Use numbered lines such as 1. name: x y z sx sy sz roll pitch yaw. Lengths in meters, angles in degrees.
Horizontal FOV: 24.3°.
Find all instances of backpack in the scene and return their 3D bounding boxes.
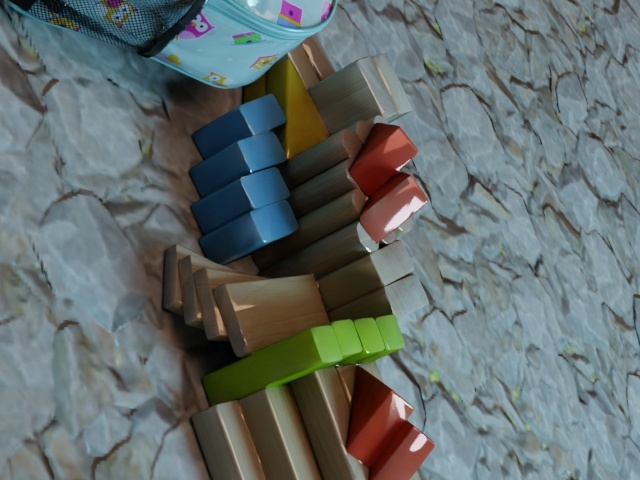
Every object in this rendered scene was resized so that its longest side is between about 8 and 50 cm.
1. backpack: -0.072 -0.184 0.856 0.188 0.144 0.165 28 45 -36

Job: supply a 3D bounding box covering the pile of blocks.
1. pile of blocks: 0.000 0.000 0.864 0.149 0.113 0.362 27 47 -42
